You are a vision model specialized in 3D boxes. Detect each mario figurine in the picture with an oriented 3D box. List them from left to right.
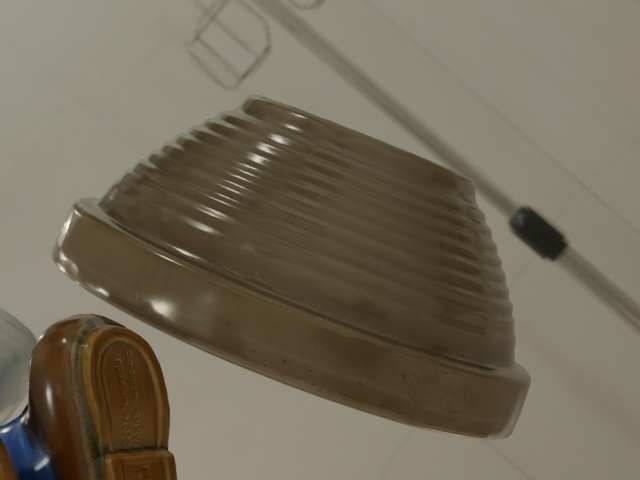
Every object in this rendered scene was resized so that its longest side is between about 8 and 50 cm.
[{"bbox_3d":[-0.221,0.083,0.473,0.320,0.198,0.170,-17,57,29],"label":"mario figurine"}]

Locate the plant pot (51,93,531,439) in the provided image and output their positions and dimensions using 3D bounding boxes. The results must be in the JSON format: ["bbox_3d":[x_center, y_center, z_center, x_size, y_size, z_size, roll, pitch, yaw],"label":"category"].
[{"bbox_3d":[0.000,0.000,0.629,0.237,0.237,0.110,-92,23,-86],"label":"plant pot"}]
